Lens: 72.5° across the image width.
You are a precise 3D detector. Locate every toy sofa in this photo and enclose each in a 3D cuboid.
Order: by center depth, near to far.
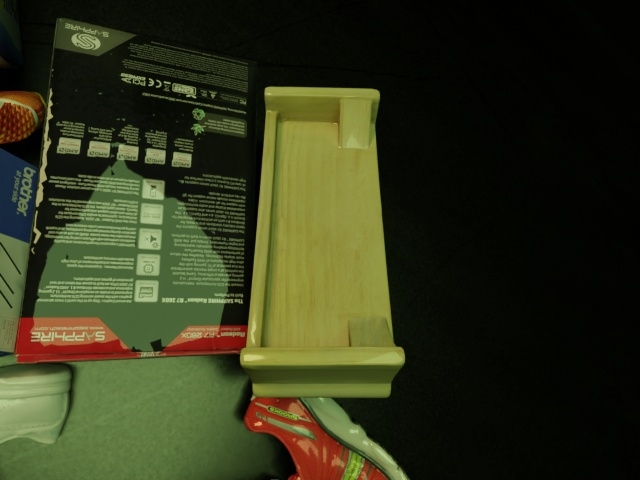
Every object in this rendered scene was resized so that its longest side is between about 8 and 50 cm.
[{"bbox_3d":[0.000,0.000,0.533,0.150,0.177,0.362,0,62,-1],"label":"toy sofa"}]

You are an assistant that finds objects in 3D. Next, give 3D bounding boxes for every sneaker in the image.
[{"bbox_3d":[-0.361,0.172,0.413,0.212,0.080,0.094,5,89,-24],"label":"sneaker"},{"bbox_3d":[-0.388,-0.127,0.472,0.175,0.067,0.064,-5,121,-9],"label":"sneaker"},{"bbox_3d":[0.017,0.283,0.547,0.279,0.107,0.118,45,77,0],"label":"sneaker"}]

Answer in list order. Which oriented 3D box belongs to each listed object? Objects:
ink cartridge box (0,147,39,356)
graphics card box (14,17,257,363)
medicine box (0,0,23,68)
[{"bbox_3d":[-0.338,0.003,0.417,0.046,0.097,0.207,-14,66,15],"label":"ink cartridge box"},{"bbox_3d":[-0.197,-0.052,0.516,0.233,0.094,0.370,3,79,-22],"label":"graphics card box"},{"bbox_3d":[-0.444,-0.320,0.383,0.264,0.149,0.289,-4,106,-24],"label":"medicine box"}]
